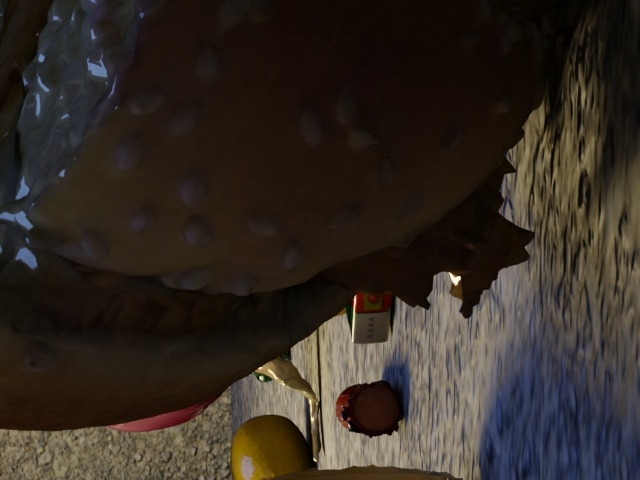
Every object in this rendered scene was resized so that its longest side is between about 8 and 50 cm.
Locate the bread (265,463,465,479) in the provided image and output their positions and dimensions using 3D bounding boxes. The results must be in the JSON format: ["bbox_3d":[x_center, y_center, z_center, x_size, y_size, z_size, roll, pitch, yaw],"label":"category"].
[{"bbox_3d":[0.019,0.222,0.989,0.250,0.179,0.133,-122,24,-77],"label":"bread"}]

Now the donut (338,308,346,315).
[{"bbox_3d":[0.000,0.000,1.598,0.152,0.058,0.152,176,90,-84],"label":"donut"}]

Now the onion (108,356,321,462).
[{"bbox_3d":[-0.140,0.054,1.993,0.358,0.345,0.358,-167,90,-77],"label":"onion"}]

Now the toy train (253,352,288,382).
[{"bbox_3d":[-0.076,0.103,2.359,0.111,0.071,0.170,-85,-6,-62],"label":"toy train"}]

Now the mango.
[{"bbox_3d":[-0.054,0.308,2.124,0.137,0.098,0.195,124,137,-74],"label":"mango"}]

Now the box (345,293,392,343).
[{"bbox_3d":[0.028,-0.046,1.421,0.132,0.034,0.235,93,171,-45],"label":"box"}]

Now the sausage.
[{"bbox_3d":[0.034,0.136,1.414,0.048,0.050,0.145,45,172,-1],"label":"sausage"}]

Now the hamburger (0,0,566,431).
[{"bbox_3d":[-0.015,-0.111,0.792,0.268,0.287,0.445,-43,34,34],"label":"hamburger"}]
